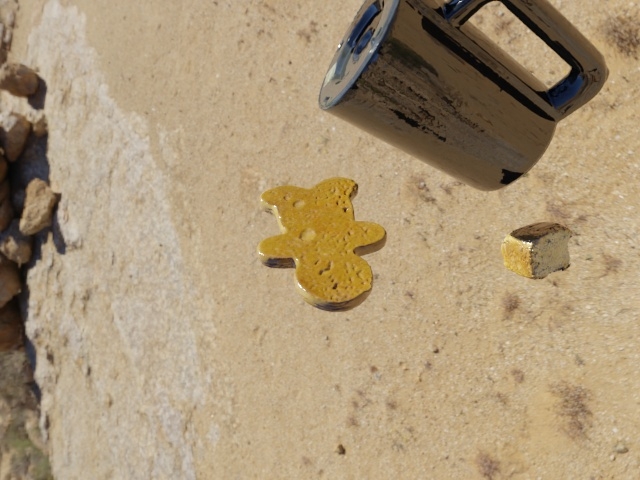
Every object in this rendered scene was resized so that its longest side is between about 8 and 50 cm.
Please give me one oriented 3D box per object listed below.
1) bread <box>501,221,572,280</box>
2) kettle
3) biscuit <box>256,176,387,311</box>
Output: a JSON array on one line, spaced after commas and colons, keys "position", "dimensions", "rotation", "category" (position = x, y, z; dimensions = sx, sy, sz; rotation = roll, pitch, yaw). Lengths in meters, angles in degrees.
[{"position": [0.331, 0.010, 0.687], "dimensions": [0.070, 0.083, 0.076], "rotation": [-139, 31, -63], "category": "bread"}, {"position": [0.192, -0.236, 0.649], "dimensions": [0.262, 0.308, 0.203], "rotation": [-55, 22, 27], "category": "kettle"}, {"position": [0.000, 0.001, 0.481], "dimensions": [0.205, 0.138, 0.031], "rotation": [-111, 13, -50], "category": "biscuit"}]
